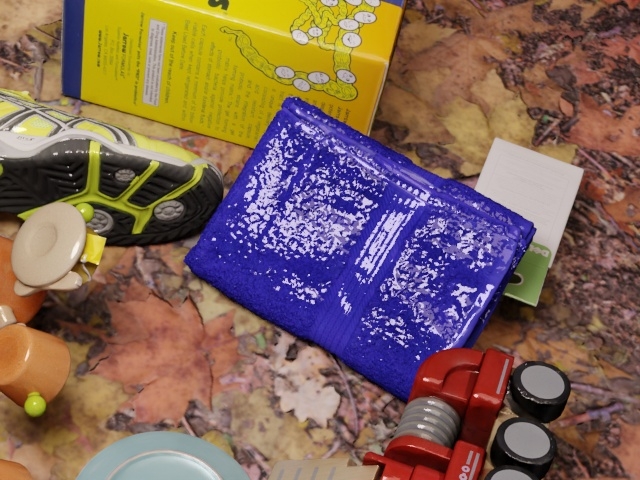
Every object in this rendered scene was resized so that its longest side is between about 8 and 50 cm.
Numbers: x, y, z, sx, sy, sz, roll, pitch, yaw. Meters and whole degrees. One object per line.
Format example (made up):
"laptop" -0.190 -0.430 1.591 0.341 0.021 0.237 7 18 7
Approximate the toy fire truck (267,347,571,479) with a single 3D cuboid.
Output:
"toy fire truck" 0.086 0.201 1.376 0.246 0.158 0.217 19 41 7

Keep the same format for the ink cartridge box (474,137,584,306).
"ink cartridge box" 0.208 -0.008 1.606 0.109 0.062 0.209 21 53 6

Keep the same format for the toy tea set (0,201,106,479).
"toy tea set" -0.297 0.128 1.386 0.200 0.124 0.336 1 67 32

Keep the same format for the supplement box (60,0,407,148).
"supplement box" -0.092 -0.246 1.644 0.357 0.195 0.194 15 53 0

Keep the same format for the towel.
"towel" 0.039 0.006 1.505 0.308 0.076 0.227 29 83 12

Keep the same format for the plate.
"plate" -0.146 0.258 1.369 0.188 0.024 0.188 5 52 -7

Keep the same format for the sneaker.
"sneaker" -0.289 -0.097 1.533 0.385 0.145 0.147 9 45 -10
